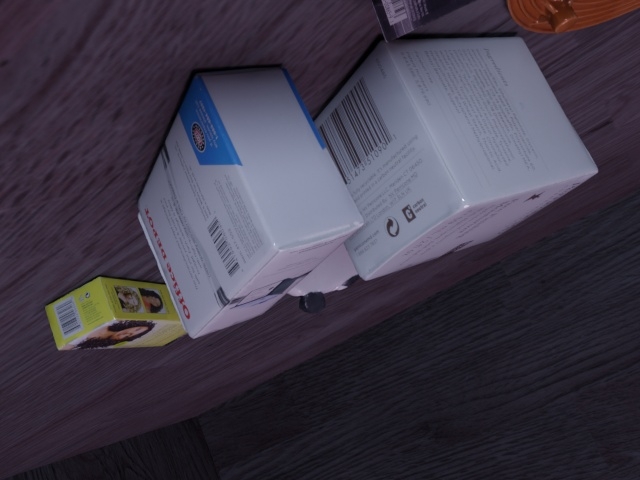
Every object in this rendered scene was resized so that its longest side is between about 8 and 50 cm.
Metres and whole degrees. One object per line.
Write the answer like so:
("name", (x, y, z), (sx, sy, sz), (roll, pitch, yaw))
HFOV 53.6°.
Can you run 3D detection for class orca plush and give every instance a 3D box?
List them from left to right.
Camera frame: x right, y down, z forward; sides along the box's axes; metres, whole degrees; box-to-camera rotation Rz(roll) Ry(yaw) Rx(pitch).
("orca plush", (0.000, 0.000, 0.871), (0.287, 0.102, 0.151), (-25, 124, -40))

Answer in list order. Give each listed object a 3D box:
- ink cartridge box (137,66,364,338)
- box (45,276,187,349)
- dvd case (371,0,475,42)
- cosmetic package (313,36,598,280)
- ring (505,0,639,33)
("ink cartridge box", (-0.069, -0.022, 0.504), (0.082, 0.139, 0.191), (-17, 164, -33))
("box", (-0.236, 0.097, 0.818), (0.087, 0.058, 0.232), (-28, 166, 13))
("dvd case", (0.118, -0.205, 0.339), (0.221, 0.018, 0.164), (-22, 158, 11))
("cosmetic package", (0.111, -0.077, 0.575), (0.184, 0.151, 0.151), (-14, 163, -35))
("ring", (0.295, -0.261, 0.464), (0.337, 0.032, 0.336), (-22, 165, -6))
